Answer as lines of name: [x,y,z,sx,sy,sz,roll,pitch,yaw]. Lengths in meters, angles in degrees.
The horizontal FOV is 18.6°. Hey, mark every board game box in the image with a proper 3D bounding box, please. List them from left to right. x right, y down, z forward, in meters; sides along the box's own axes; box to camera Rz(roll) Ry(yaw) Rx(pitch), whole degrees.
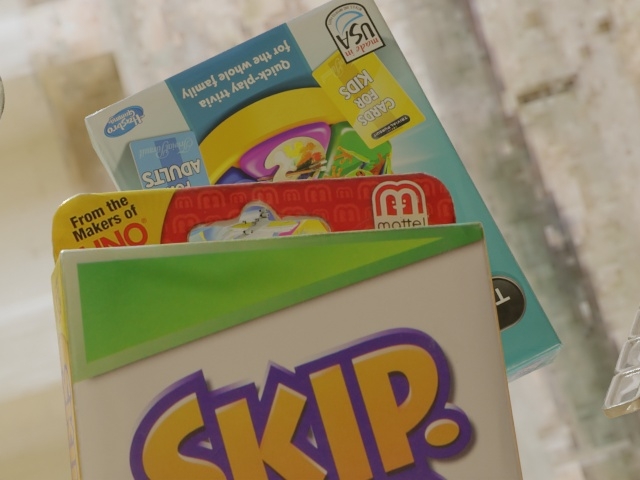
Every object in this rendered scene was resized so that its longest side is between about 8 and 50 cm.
board game box: [-0.001,0.103,0.533,0.039,0.124,0.259,120,143,-67]
board game box: [0.000,0.000,1.559,0.336,0.254,0.079,62,173,12]

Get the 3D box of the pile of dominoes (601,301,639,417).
pile of dominoes: [0.316,0.055,1.398,0.040,0.196,0.251,64,-155,-13]

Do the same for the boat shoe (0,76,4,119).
boat shoe: [-0.271,-0.037,1.150,0.079,0.227,0.081,45,-141,-16]
